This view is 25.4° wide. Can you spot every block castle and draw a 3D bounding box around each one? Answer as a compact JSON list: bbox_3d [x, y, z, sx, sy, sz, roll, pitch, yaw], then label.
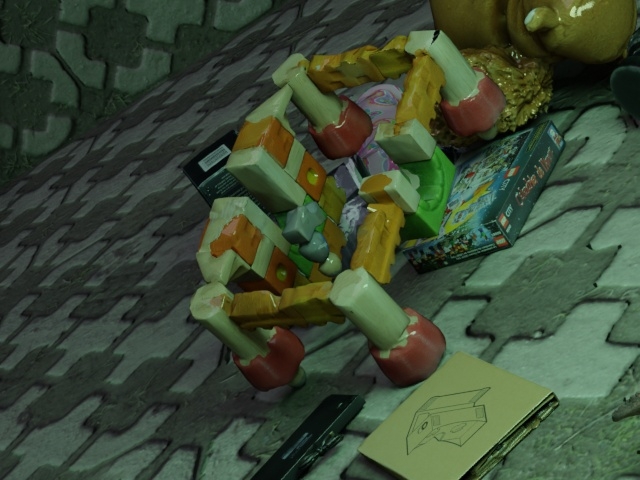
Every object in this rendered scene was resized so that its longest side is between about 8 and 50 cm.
[{"bbox_3d":[0.046,-0.031,1.805,0.303,0.213,0.453,-8,52,36],"label":"block castle"}]

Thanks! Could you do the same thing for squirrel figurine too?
[{"bbox_3d":[0.298,-0.288,2.007,0.397,0.281,0.370,-62,27,10],"label":"squirrel figurine"}]

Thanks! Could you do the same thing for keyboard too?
[{"bbox_3d":[-0.016,0.247,1.656,0.180,0.023,0.108,-46,16,-23],"label":"keyboard"}]

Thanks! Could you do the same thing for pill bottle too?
[{"bbox_3d":[0.471,-0.251,1.816,0.219,0.123,0.123,-45,22,-22],"label":"pill bottle"}]

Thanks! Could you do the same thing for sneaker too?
[{"bbox_3d":[0.190,-0.118,2.074,0.052,0.058,0.135,-30,20,17],"label":"sneaker"}]

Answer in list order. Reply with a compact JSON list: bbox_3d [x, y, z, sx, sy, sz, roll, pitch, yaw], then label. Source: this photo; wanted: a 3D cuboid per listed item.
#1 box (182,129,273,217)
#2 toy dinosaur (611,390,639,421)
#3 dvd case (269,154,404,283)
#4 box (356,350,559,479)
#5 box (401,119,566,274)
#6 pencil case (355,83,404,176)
[{"bbox_3d":[-0.102,-0.049,2.182,0.108,0.207,0.153,-37,21,-3],"label":"box"},{"bbox_3d":[0.330,0.105,1.135,0.127,0.200,0.296,-43,20,-17],"label":"toy dinosaur"},{"bbox_3d":[0.000,0.000,2.028,0.221,0.018,0.164,-37,56,13],"label":"dvd case"},{"bbox_3d":[0.141,0.197,1.507,0.164,0.021,0.201,-41,21,-13],"label":"box"},{"bbox_3d":[0.222,-0.059,1.910,0.159,0.044,0.233,-19,26,41],"label":"box"},{"bbox_3d":[0.106,-0.143,2.182,0.124,0.124,0.284,-32,21,13],"label":"pencil case"}]
